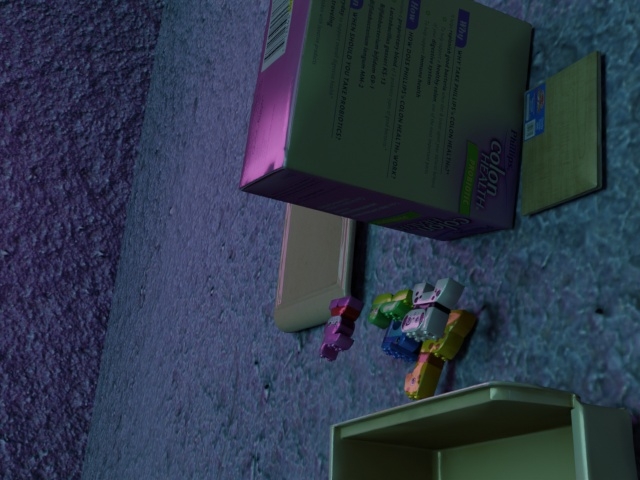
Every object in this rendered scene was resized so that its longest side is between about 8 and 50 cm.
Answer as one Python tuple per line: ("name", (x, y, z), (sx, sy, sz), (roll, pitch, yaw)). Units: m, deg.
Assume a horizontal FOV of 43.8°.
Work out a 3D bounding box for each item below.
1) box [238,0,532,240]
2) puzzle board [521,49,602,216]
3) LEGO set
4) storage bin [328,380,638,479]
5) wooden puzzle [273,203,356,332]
("box", (0.066, -0.131, 0.773), (0.117, 0.243, 0.213), (-15, 65, 64))
("puzzle board", (0.216, -0.093, 0.711), (0.096, 0.011, 0.128), (-28, 52, 61))
("LEGO set", (0.082, 0.109, 0.803), (0.227, 0.087, 0.093), (-21, 44, 62))
("storage bin", (0.115, 0.264, 0.609), (0.260, 0.123, 0.262), (-36, 45, 56))
("wooden puzzle", (0.000, 0.000, 1.112), (0.221, 0.044, 0.238), (-27, 58, 60))
